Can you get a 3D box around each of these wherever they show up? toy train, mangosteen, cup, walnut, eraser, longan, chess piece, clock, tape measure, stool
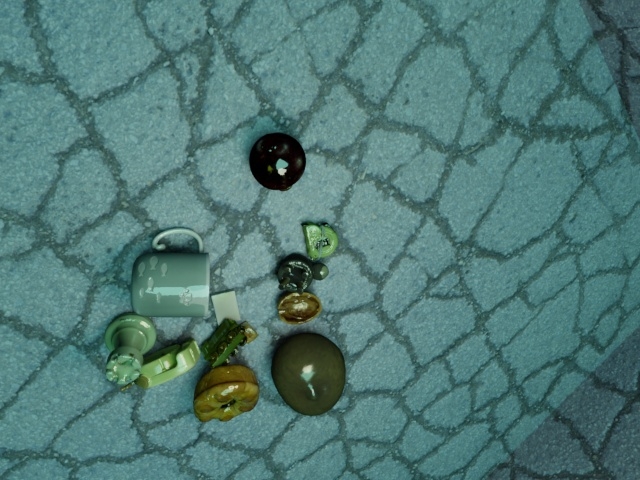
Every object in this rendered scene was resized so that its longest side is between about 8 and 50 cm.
[{"bbox_3d":[-0.411,0.438,1.841,0.225,0.137,0.090,-50,136,5],"label":"toy train"},{"bbox_3d":[-0.160,-0.294,1.690,0.228,0.228,0.265,-33,151,-6],"label":"mangosteen"},{"bbox_3d":[-0.576,0.122,1.667,0.275,0.259,0.356,1,74,-18],"label":"cup"},{"bbox_3d":[-0.104,0.291,1.937,0.212,0.087,0.167,7,109,-24],"label":"walnut"},{"bbox_3d":[-0.410,0.290,1.871,0.104,0.023,0.150,-13,110,-14],"label":"eraser"},{"bbox_3d":[-0.050,0.588,1.914,0.362,0.361,0.360,-5,107,-17],"label":"longan"},{"bbox_3d":[-0.739,0.418,1.651,0.195,0.299,0.194,-5,107,-17],"label":"chess piece"},{"bbox_3d":[-0.654,0.512,1.751,0.308,0.235,0.096,-23,95,-6],"label":"clock"},{"bbox_3d":[0.000,0.000,1.884,0.154,0.087,0.177,-13,112,-14],"label":"tape measure"},{"bbox_3d":[-0.088,0.139,1.845,0.228,0.139,0.153,-26,104,10],"label":"stool"}]

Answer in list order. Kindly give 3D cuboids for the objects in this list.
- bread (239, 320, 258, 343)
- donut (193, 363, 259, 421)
[{"bbox_3d":[-0.327,0.411,1.905,0.070,0.077,0.083,-45,115,-5],"label":"bread"},{"bbox_3d":[-0.404,0.666,1.860,0.317,0.150,0.299,-35,136,19],"label":"donut"}]
